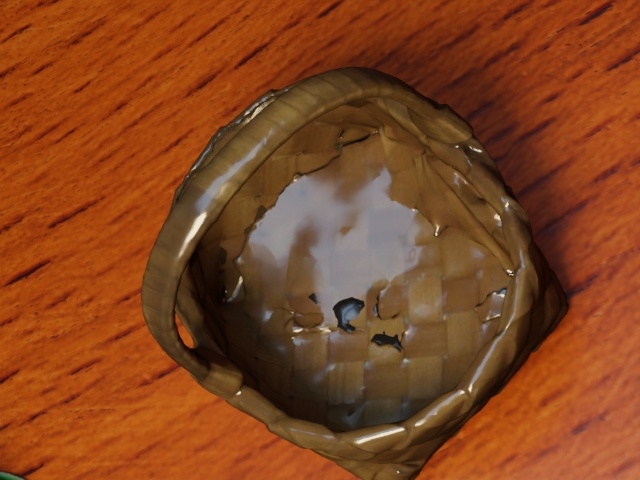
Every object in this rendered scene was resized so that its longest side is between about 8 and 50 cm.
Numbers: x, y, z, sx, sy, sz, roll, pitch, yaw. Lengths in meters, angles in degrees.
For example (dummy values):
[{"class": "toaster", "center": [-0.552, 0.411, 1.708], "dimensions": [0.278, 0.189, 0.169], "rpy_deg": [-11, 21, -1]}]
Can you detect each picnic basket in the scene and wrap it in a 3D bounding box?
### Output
[{"class": "picnic basket", "center": [0.000, 0.000, 0.998], "dimensions": [0.293, 0.337, 0.337], "rpy_deg": [-48, 60, 0]}]

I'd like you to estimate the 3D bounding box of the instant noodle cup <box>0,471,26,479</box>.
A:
[{"class": "instant noodle cup", "center": [-0.355, 0.276, 1.087], "dimensions": [0.207, 0.233, 0.207], "rpy_deg": [-8, 68, 19]}]
